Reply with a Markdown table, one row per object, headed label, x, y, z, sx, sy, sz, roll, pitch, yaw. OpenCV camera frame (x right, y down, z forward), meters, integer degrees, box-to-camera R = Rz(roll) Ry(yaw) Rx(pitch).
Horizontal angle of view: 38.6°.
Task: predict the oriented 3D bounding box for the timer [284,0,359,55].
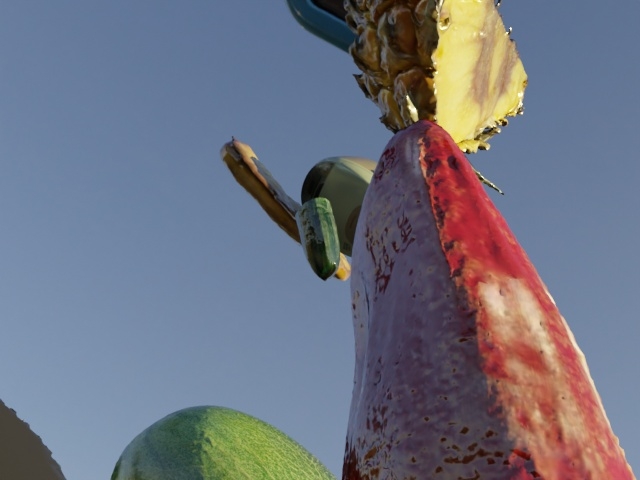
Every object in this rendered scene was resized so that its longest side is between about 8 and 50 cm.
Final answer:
| label | x | y | z | sx | sy | sz | roll | pitch | yaw |
| --- | --- | --- | --- | --- | --- | --- | --- | --- | --- |
| timer | 0.121 | -0.426 | 1.346 | 0.309 | 0.340 | 0.115 | 31 | 12 | 13 |

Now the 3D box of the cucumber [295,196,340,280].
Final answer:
| label | x | y | z | sx | sy | sz | roll | pitch | yaw |
| --- | --- | --- | --- | --- | --- | --- | --- | --- | --- |
| cucumber | 0.000 | 0.000 | 1.123 | 0.048 | 0.105 | 0.048 | -10 | -30 | -6 |

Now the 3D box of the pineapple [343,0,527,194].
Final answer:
| label | x | y | z | sx | sy | sz | roll | pitch | yaw |
| --- | --- | --- | --- | --- | --- | --- | --- | --- | --- |
| pineapple | 0.094 | -0.158 | 0.895 | 0.161 | 0.158 | 0.334 | 11 | -2 | 24 |

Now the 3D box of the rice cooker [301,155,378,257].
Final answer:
| label | x | y | z | sx | sy | sz | roll | pitch | yaw |
| --- | --- | --- | --- | --- | --- | --- | --- | --- | --- |
| rice cooker | 0.069 | -0.051 | 1.430 | 0.206 | 0.127 | 0.145 | 33 | -61 | 16 |

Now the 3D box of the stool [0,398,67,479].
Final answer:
| label | x | y | z | sx | sy | sz | roll | pitch | yaw |
| --- | --- | --- | --- | --- | --- | --- | --- | --- | --- |
| stool | -0.498 | 0.356 | 1.036 | 0.330 | 0.297 | 0.297 | -42 | -55 | 6 |

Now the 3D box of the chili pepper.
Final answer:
| label | x | y | z | sx | sy | sz | roll | pitch | yaw |
| --- | --- | --- | --- | --- | --- | --- | --- | --- | --- |
| chili pepper | 0.061 | 0.061 | 0.429 | 0.136 | 0.253 | 0.144 | -18 | -37 | 15 |

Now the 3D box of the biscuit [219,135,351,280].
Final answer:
| label | x | y | z | sx | sy | sz | roll | pitch | yaw |
| --- | --- | --- | --- | --- | --- | --- | --- | --- | --- |
| biscuit | -0.053 | -0.043 | 1.461 | 0.045 | 0.154 | 0.299 | -42 | -84 | 6 |

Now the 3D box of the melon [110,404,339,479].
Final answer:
| label | x | y | z | sx | sy | sz | roll | pitch | yaw |
| --- | --- | --- | --- | --- | --- | --- | --- | --- | --- |
| melon | -0.046 | 0.254 | 0.714 | 0.287 | 0.182 | 0.182 | 42 | -28 | 22 |
